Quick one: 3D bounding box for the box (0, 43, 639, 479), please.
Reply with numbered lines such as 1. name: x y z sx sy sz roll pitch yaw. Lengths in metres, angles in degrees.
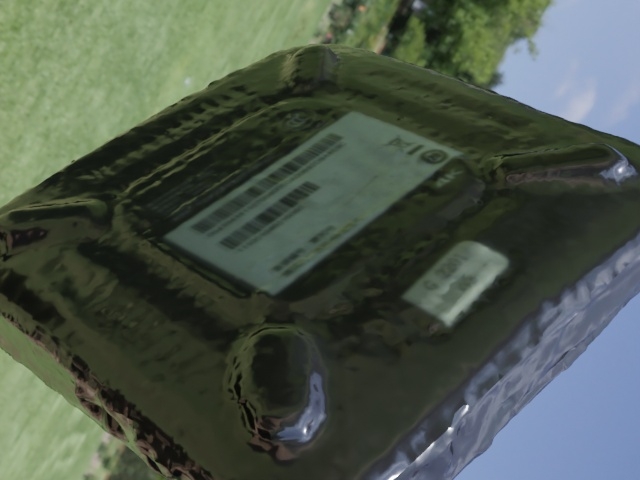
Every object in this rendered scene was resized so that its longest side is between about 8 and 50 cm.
1. box: 0.000 0.000 0.626 0.359 0.350 0.091 -36 132 -30
